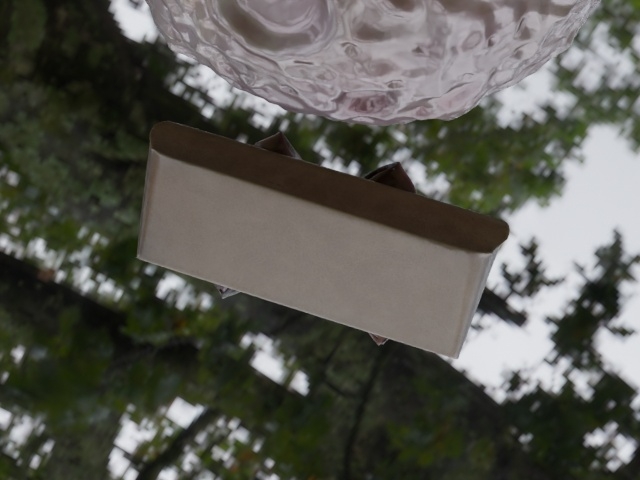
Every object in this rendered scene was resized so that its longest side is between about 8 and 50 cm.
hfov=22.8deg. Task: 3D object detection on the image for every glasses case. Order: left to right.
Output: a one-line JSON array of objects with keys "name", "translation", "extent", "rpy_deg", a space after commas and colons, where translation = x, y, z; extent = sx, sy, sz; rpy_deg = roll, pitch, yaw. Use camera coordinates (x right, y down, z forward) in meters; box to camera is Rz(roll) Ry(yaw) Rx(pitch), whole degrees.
[{"name": "glasses case", "translation": [0.000, 0.000, 0.863], "extent": [0.194, 0.102, 0.070], "rpy_deg": [17, -143, 7]}]

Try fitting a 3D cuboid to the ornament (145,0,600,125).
[{"name": "ornament", "translation": [0.035, -0.181, 0.738], "extent": [0.225, 0.259, 0.259], "rpy_deg": [10, -137, -11]}]
